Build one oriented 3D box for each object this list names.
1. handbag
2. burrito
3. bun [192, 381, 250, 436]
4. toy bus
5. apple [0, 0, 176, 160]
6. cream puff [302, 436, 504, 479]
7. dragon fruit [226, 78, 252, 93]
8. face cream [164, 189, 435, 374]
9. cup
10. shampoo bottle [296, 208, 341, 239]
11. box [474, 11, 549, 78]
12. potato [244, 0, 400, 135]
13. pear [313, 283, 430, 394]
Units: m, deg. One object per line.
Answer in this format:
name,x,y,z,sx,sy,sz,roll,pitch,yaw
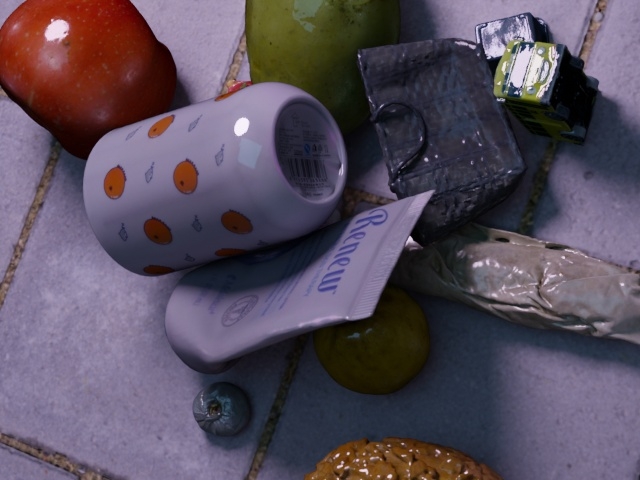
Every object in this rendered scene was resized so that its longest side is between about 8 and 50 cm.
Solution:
handbag,0.156,-0.140,1.815,0.175,0.089,0.270,-17,83,-8
burrito,0.236,0.043,1.795,0.392,0.076,0.117,14,80,25
bun,-0.137,0.231,1.922,0.083,0.045,0.083,-3,81,22
toy bus,0.286,-0.188,1.776,0.101,0.175,0.088,15,83,28
apple,-0.333,-0.244,2.004,0.216,0.260,0.260,-44,65,-6
cream puff,0.099,0.400,1.684,0.327,0.231,0.343,-40,66,6
dragon fruit,-0.101,-0.176,1.983,0.086,0.081,0.116,-8,60,45
face cream,-0.046,0.070,1.806,0.420,0.137,0.235,-21,27,40
cup,-0.129,-0.081,1.841,0.317,0.212,0.212,-13,72,40
shampoo bottle,0.000,0.000,1.922,0.072,0.043,0.099,-19,70,17
box,0.253,-0.263,1.873,0.099,0.054,0.074,-12,75,19
potato,0.000,-0.296,1.900,0.215,0.216,0.305,7,88,24
pear,0.066,0.124,1.805,0.148,0.162,0.149,-9,63,18
